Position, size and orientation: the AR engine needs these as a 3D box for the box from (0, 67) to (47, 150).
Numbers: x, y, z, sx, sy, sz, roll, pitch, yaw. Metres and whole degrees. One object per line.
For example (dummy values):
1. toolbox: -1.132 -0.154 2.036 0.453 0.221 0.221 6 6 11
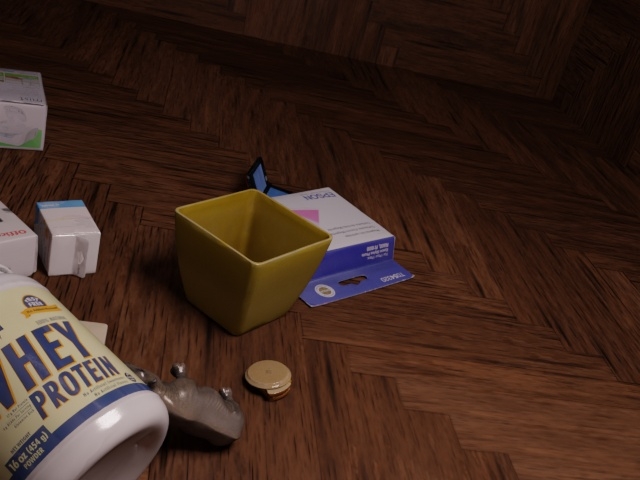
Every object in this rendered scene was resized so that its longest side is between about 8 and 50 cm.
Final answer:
1. box: -0.800 -0.325 1.867 0.262 0.126 0.231 1 31 -26

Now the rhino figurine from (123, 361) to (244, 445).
1. rhino figurine: -0.201 0.227 1.116 0.243 0.073 0.106 36 6 -41

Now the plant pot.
1. plant pot: -0.139 0.048 1.445 0.212 0.187 0.212 32 31 29

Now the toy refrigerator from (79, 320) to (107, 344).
1. toy refrigerator: -0.461 0.173 1.153 0.270 0.094 0.102 8 35 -13

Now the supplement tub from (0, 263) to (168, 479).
1. supplement tub: -0.373 0.188 0.952 0.325 0.235 0.235 39 33 15

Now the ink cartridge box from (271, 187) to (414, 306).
1. ink cartridge box: 0.000 0.000 1.731 0.324 0.071 0.330 -13 38 -42

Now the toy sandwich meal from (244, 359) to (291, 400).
1. toy sandwich meal: -0.085 0.232 1.304 0.086 0.029 0.085 2 26 -1

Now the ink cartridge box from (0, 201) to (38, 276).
1. ink cartridge box: -0.627 -0.008 1.408 0.203 0.086 0.148 33 32 32

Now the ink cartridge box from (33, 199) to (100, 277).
1. ink cartridge box: -0.476 -0.001 1.466 0.090 0.092 0.143 -4 32 -32

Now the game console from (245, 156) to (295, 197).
1. game console: -0.117 -0.133 1.912 0.085 0.124 0.144 -8 24 13
